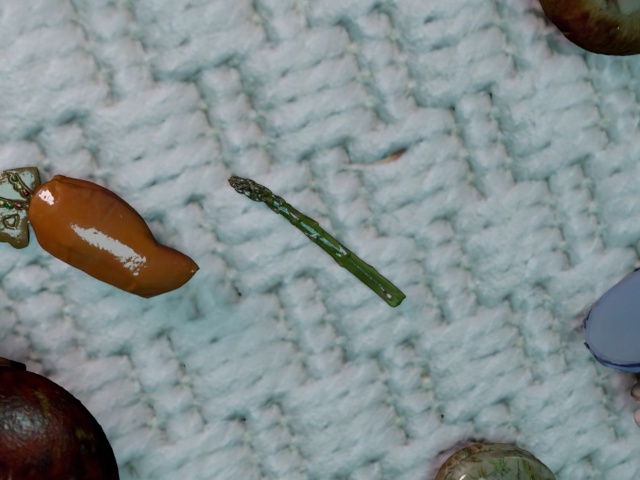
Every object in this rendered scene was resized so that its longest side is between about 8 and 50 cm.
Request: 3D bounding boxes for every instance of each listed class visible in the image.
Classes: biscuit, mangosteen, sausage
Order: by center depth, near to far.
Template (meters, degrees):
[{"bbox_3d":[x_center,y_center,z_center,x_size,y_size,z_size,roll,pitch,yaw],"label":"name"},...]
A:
[{"bbox_3d":[-0.332,0.256,0.861,0.311,0.311,0.311,-3,102,-15],"label":"mangosteen"},{"bbox_3d":[-0.315,-0.037,0.956,0.082,0.016,0.092,42,90,-19],"label":"biscuit"},{"bbox_3d":[-0.212,0.002,0.957,0.179,0.089,0.089,33,92,-14],"label":"sausage"}]

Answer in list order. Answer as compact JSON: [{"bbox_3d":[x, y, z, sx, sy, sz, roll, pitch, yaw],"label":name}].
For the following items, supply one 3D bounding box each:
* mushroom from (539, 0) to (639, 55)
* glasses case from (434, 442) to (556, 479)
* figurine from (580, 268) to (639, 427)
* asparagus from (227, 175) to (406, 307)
[{"bbox_3d":[0.337,-0.318,0.989,0.267,0.254,0.267,4,108,11],"label":"mushroom"},{"bbox_3d":[0.179,0.453,1.153,0.157,0.098,0.425,8,99,-22],"label":"glasses case"},{"bbox_3d":[0.510,0.221,1.121,0.277,0.248,0.388,-37,110,-4],"label":"figurine"},{"bbox_3d":[0.000,0.000,1.047,0.248,0.025,0.024,37,133,-19],"label":"asparagus"}]
